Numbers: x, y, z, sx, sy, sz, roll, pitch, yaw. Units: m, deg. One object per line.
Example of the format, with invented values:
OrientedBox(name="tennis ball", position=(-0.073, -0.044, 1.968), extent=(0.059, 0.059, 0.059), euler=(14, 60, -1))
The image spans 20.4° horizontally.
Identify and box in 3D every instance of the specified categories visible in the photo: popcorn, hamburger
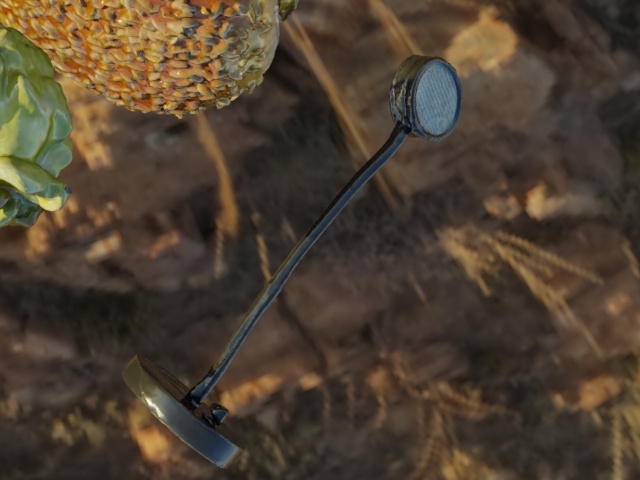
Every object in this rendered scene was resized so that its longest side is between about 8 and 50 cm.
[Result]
OrientedBox(name="popcorn", position=(-0.231, -0.077, 1.147), extent=(0.141, 0.162, 0.136), euler=(0, 122, -18))
OrientedBox(name="hamburger", position=(-0.163, -0.282, 1.633), extent=(0.330, 0.250, 0.330), euler=(19, 156, 9))

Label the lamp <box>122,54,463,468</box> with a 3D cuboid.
OrientedBox(name="lamp", position=(-0.028, -0.003, 1.366), extent=(0.130, 0.108, 0.371), euler=(42, 68, -42))
